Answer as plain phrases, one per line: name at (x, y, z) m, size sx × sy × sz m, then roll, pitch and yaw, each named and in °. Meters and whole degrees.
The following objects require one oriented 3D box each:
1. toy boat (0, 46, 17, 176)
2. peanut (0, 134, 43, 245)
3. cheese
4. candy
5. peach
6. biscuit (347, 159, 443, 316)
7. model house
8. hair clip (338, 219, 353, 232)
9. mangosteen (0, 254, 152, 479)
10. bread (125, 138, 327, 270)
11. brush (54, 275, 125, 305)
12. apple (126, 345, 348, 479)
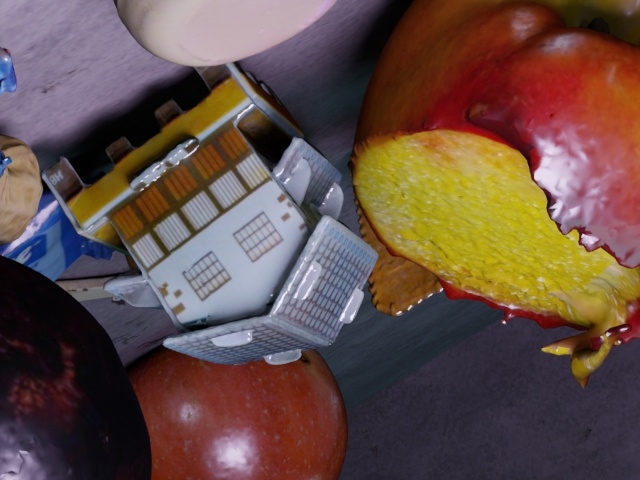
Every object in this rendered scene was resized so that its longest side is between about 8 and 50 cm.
toy boat at (-0.238, -0.096, 1.274) m, size 0.097 × 0.100 × 0.223 m, roll -48°, pitch 174°, yaw -16°
peanut at (-0.258, -0.042, 1.473) m, size 0.093 × 0.083 × 0.194 m, roll -11°, pitch 169°, yaw -2°
cheese at (-0.060, -0.192, 1.245) m, size 0.163 × 0.082 × 0.286 m, roll -26°, pitch 167°, yaw -4°
candy at (-0.332, 0.039, 1.709) m, size 0.331 × 0.077 × 0.187 m, roll -26°, pitch 162°, yaw -13°
peach at (0.211, -0.093, 1.643) m, size 0.310 × 0.335 × 0.406 m, roll -56°, pitch 162°, yaw -18°
biscuit at (0.133, -0.056, 1.933) m, size 0.232 × 0.237 × 0.013 m, roll -29°, pitch 135°, yaw 21°
model house at (-0.075, -0.009, 1.614) m, size 0.198 × 0.215 × 0.224 m, roll -35°, pitch 166°, yaw 4°
hair clip at (0.000, 0.000, 1.837) m, size 0.070 × 0.039 × 0.229 m, roll -41°, pitch 164°, yaw 18°
mangosteen at (-0.337, 0.154, 1.482) m, size 0.382 × 0.435 × 0.382 m, roll -47°, pitch 170°, yaw -11°
bread at (-0.087, -0.025, 1.845) m, size 0.213 × 0.105 × 0.213 m, roll -32°, pitch 161°, yaw -13°
brush at (-0.227, 0.048, 2.089) m, size 0.085 × 0.020 × 0.336 m, roll -32°, pitch 166°, yaw 31°
apple at (-0.128, 0.264, 2.595) m, size 0.348 × 0.277 × 0.348 m, roll -25°, pitch 168°, yaw -6°
